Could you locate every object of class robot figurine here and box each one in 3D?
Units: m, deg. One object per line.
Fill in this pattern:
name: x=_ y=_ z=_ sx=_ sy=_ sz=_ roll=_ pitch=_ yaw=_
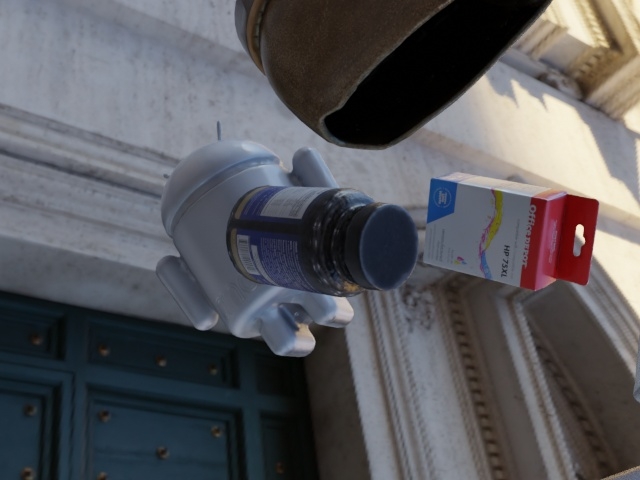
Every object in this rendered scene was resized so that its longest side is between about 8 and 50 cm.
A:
robot figurine: x=-0.097 y=-0.003 z=1.223 sx=0.300 sy=0.200 sz=0.353 roll=-38 pitch=-108 yaw=5

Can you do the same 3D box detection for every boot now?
boot: x=0.100 y=-0.156 z=0.376 sx=0.305 sy=0.112 sz=0.115 roll=-42 pitch=-139 yaw=12

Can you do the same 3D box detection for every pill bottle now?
pill bottle: x=0.000 y=0.000 z=0.970 sx=0.219 sy=0.123 sz=0.123 roll=7 pitch=-98 yaw=48

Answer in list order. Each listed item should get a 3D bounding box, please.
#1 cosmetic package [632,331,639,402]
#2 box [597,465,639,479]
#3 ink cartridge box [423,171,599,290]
cosmetic package: x=0.484 y=0.017 z=0.826 sx=0.385 sy=0.156 sz=0.217 roll=-59 pitch=170 yaw=29
box: x=0.241 y=0.345 z=0.495 sx=0.212 sy=0.293 sz=0.395 roll=30 pitch=-62 yaw=52
ink cartridge box: x=0.270 y=-0.013 z=1.224 sx=0.231 sy=0.078 sz=0.134 roll=14 pitch=-71 yaw=36
